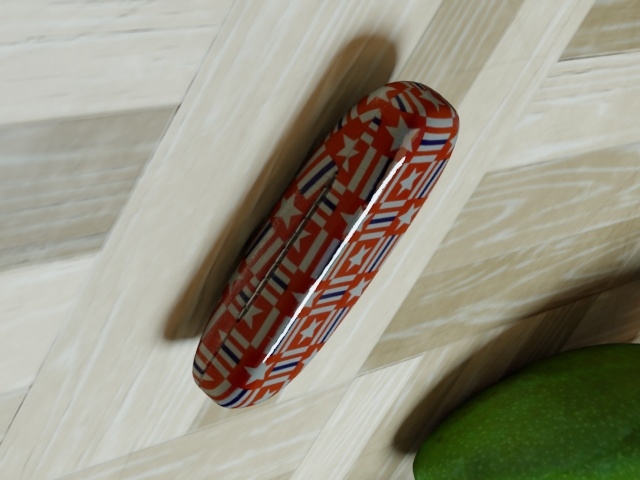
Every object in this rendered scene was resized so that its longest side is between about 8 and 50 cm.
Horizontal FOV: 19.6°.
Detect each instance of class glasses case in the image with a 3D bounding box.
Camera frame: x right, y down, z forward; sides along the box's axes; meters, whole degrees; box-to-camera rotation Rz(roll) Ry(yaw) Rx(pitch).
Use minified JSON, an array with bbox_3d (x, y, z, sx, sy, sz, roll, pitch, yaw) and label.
[{"bbox_3d":[0.000,0.000,0.929,0.194,0.049,0.073,-56,157,21],"label":"glasses case"}]

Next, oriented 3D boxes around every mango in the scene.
[{"bbox_3d":[0.225,0.178,1.416,0.382,0.225,0.201,6,118,-40],"label":"mango"}]
